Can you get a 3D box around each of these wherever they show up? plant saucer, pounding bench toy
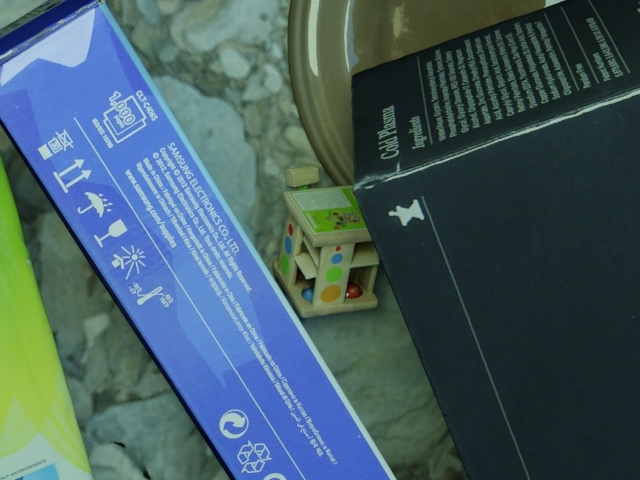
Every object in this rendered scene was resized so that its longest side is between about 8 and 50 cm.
[{"bbox_3d":[0.111,-0.127,0.966,0.277,0.041,0.278,-1,93,-26],"label":"plant saucer"},{"bbox_3d":[0.000,0.000,0.916,0.052,0.083,0.065,-7,128,-23],"label":"pounding bench toy"}]

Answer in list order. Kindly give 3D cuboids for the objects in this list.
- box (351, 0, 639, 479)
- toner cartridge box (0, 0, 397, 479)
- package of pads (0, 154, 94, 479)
[{"bbox_3d":[0.217,0.029,0.854,0.312,0.179,0.343,-18,113,8],"label":"box"},{"bbox_3d":[-0.069,0.032,0.813,0.075,0.165,0.348,-33,108,-7],"label":"toner cartridge box"},{"bbox_3d":[-0.246,0.115,0.775,0.229,0.101,0.297,-19,101,-25],"label":"package of pads"}]
